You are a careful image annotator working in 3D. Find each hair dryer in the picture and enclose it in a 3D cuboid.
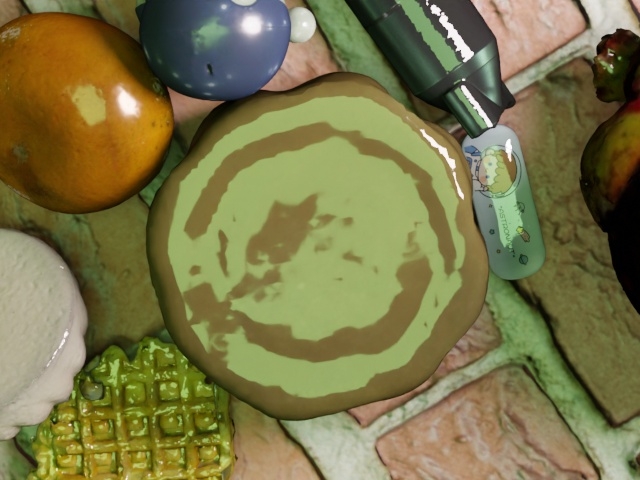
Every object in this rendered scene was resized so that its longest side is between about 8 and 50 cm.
[{"bbox_3d":[0.196,-0.280,1.798,0.302,0.116,0.244,-36,97,16],"label":"hair dryer"}]

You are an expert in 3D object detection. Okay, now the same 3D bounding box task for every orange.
[{"bbox_3d":[-0.267,-0.141,1.814,0.240,0.171,0.240,17,124,26],"label":"orange"}]

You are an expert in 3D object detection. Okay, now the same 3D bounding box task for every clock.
[{"bbox_3d":[-0.105,-0.225,1.771,0.200,0.243,0.146,2,98,1],"label":"clock"}]

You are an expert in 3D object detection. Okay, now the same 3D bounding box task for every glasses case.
[{"bbox_3d":[0.206,-0.044,1.879,0.067,0.045,0.178,-14,97,5],"label":"glasses case"}]

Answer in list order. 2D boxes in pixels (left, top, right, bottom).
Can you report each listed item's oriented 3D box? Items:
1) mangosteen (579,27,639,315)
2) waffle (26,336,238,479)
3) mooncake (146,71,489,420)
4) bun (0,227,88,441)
[{"bbox_3d":[0.467,-0.056,1.725,0.381,0.421,0.381,-14,134,-15],"label":"mangosteen"},{"bbox_3d":[-0.205,0.257,1.943,0.262,0.060,0.280,42,100,-6],"label":"waffle"},{"bbox_3d":[0.000,0.000,1.829,0.379,0.201,0.378,0,103,2],"label":"mooncake"},{"bbox_3d":[-0.369,0.129,1.885,0.263,0.175,0.263,-9,59,14],"label":"bun"}]
